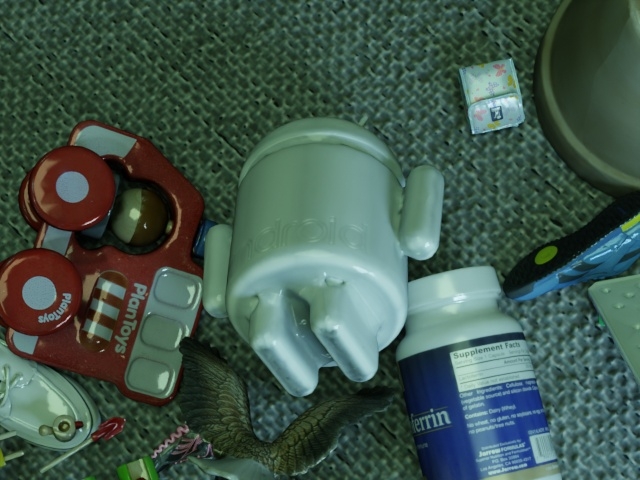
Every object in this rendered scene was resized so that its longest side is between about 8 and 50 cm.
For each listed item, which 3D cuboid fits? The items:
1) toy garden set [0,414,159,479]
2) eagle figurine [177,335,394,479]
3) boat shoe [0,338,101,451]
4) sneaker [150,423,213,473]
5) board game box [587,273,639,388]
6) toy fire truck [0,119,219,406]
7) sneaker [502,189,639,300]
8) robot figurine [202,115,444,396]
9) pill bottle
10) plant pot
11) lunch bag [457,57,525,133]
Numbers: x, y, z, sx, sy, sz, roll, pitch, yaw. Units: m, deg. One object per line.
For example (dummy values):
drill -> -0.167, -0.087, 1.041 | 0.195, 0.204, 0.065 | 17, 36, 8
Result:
toy garden set -> -0.305, 0.287, 1.360 | 0.244, 0.049, 0.204 | -17, 72, -17
eagle figurine -> -0.066, 0.227, 1.323 | 0.225, 0.226, 0.298 | -19, 39, 39
boat shoe -> -0.386, 0.165, 1.443 | 0.267, 0.088, 0.096 | 37, 88, 9
sneaker -> -0.157, 0.248, 1.441 | 0.119, 0.047, 0.057 | -42, 91, -4
board game box -> 0.524, 0.120, 1.278 | 0.390, 0.390, 0.050 | -10, 115, 1
toy fire truck -> -0.251, 0.024, 1.447 | 0.254, 0.169, 0.302 | 20, 80, -17
sneaker -> 0.322, 0.027, 1.440 | 0.209, 0.069, 0.082 | -32, 117, 9
robot figurine -> 0.000, 0.000, 1.364 | 0.300, 0.200, 0.353 | -14, 44, 16
pill bottle -> 0.171, 0.171, 1.378 | 0.153, 0.153, 0.265 | -13, 77, 1
plant pot -> 0.423, -0.223, 1.378 | 0.323, 0.280, 0.323 | 0, 79, 2
lunch bag -> 0.213, -0.178, 1.497 | 0.071, 0.053, 0.083 | -11, 87, 3
